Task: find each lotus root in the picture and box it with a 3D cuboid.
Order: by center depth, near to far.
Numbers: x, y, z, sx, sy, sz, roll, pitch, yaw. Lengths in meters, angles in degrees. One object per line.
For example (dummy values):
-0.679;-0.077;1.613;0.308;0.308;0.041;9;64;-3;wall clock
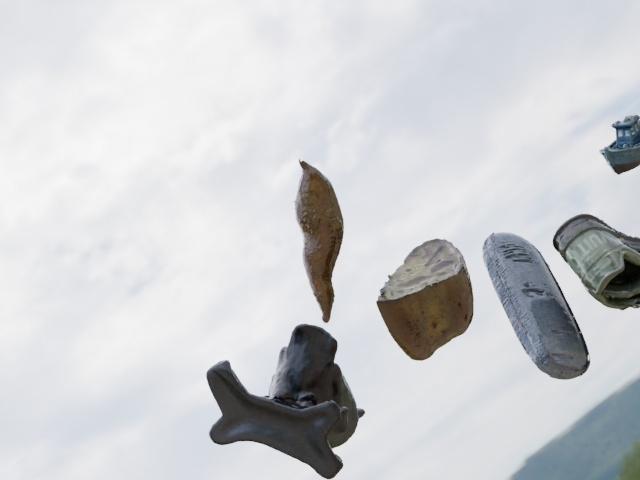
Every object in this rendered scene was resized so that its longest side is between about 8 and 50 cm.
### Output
0.150;0.076;1.582;0.159;0.095;0.135;-57;-45;-37;lotus root

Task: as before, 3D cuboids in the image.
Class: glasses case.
0.338;0.099;1.932;0.109;0.282;0.067;9;-47;-32;glasses case

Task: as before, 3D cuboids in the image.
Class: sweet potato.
0.003;-0.003;1.640;0.068;0.226;0.068;-7;10;1;sweet potato

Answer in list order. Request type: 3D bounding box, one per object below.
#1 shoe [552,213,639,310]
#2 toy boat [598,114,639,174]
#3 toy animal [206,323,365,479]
0.482;0.068;1.894;0.293;0.149;0.109;24;-61;-39;shoe
0.420;-0.137;1.664;0.060;0.061;0.137;-2;24;44;toy boat
-0.015;0.127;1.069;0.210;0.121;0.117;3;-84;-78;toy animal
